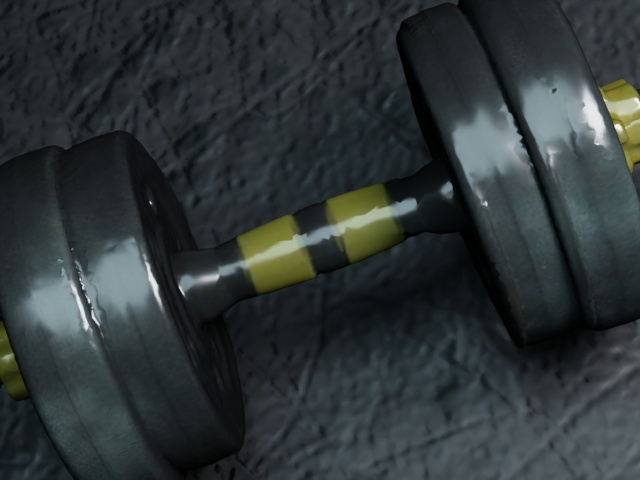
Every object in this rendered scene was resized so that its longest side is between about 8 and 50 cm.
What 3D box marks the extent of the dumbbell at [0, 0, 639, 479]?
[{"bbox_3d":[0.000,0.000,0.831,0.388,0.185,0.185,-20,67,3],"label":"dumbbell"}]
